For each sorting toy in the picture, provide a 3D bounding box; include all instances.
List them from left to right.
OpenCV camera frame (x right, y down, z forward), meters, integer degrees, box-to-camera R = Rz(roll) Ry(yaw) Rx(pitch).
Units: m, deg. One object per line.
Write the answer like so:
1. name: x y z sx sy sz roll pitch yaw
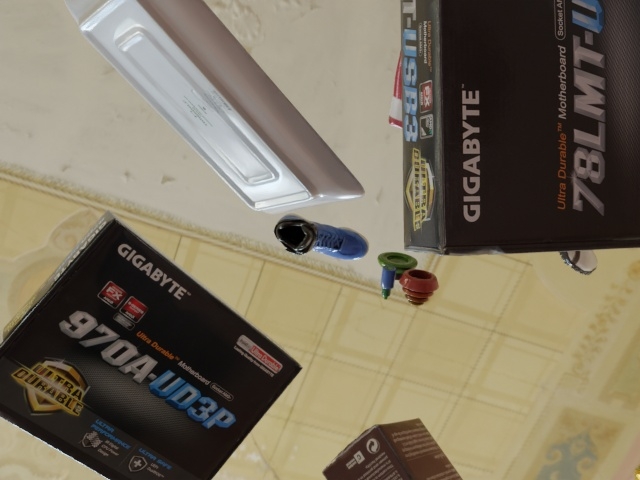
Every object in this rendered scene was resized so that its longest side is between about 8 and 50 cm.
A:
1. sorting toy: 0.101 0.051 0.898 0.061 0.102 0.042 -4 -67 -25

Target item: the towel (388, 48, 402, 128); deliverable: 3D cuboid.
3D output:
1. towel: 0.209 -0.247 0.790 0.237 0.037 0.329 24 -60 22

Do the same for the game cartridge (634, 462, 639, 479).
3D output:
1. game cartridge: 0.406 0.319 0.520 0.053 0.285 0.323 -19 -85 -41

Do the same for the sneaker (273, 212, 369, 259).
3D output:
1. sneaker: 0.000 0.001 1.141 0.152 0.084 0.058 21 -74 5

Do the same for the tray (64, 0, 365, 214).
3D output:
1. tray: -0.092 -0.112 0.594 0.270 0.145 0.030 47 -121 -26

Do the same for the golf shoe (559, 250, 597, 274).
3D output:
1. golf shoe: 0.388 -0.033 1.103 0.094 0.077 0.198 -28 -67 26

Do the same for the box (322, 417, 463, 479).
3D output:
1. box: 0.188 0.483 1.163 0.143 0.381 0.191 -45 -27 15

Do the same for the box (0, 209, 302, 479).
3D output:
1. box: -0.150 0.109 0.616 0.220 0.051 0.175 43 -97 -27

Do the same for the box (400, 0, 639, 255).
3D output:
1. box: 0.207 -0.139 0.573 0.293 0.073 0.295 -1 -89 -21
